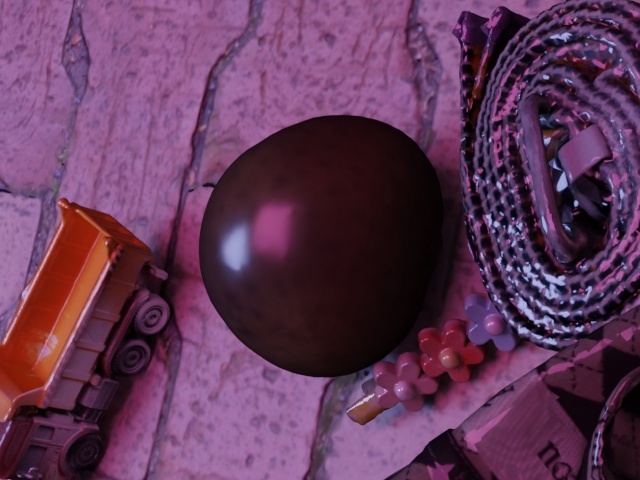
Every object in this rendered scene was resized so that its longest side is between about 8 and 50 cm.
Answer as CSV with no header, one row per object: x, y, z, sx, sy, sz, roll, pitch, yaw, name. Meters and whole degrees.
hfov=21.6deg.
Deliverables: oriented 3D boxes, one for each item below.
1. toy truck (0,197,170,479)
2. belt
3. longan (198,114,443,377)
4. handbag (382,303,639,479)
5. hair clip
-0.248,0.107,1.635,0.114,0.135,0.270,36,103,44,toy truck
0.208,-0.051,1.213,0.207,0.160,0.295,-22,63,39,belt
0.000,0.000,1.384,0.196,0.196,0.220,28,96,46,longan
0.260,0.178,0.981,0.416,0.180,0.317,-34,74,6,handbag
0.098,0.092,1.352,0.214,0.062,0.056,-35,22,35,hair clip
